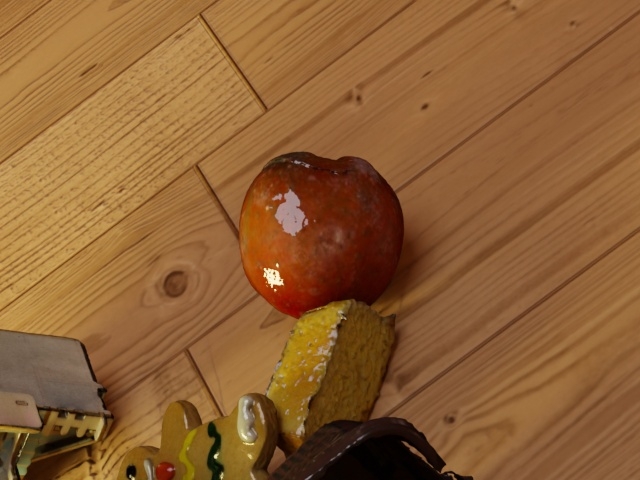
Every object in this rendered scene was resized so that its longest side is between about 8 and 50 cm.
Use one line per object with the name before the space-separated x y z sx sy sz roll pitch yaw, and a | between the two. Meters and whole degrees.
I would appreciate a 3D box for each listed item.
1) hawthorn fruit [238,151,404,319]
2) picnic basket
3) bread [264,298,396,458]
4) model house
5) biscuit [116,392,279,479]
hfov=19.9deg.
hawthorn fruit | 0.000 0.000 1.795 0.173 0.173 0.173 -20 44 20
picnic basket | -0.006 0.283 1.521 0.297 0.222 0.129 -46 24 -9
bread | 0.008 0.134 1.711 0.065 0.103 0.187 2 60 38
model house | -0.364 0.209 1.856 0.206 0.271 0.178 -62 36 28
biscuit | -0.121 0.226 1.709 0.240 0.035 0.158 -19 71 46
